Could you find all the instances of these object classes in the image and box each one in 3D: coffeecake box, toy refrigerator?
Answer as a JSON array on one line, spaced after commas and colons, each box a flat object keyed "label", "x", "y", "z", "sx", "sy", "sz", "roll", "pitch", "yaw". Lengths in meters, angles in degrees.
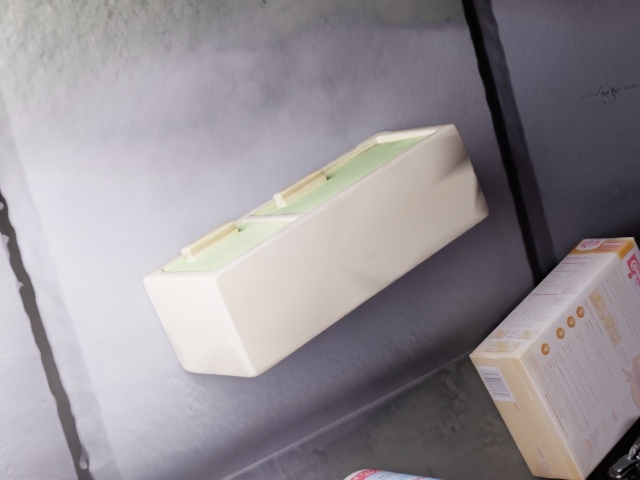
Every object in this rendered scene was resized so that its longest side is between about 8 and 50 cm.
[{"label": "coffeecake box", "x": 0.243, "y": 0.107, "z": 1.474, "sx": 0.185, "sy": 0.068, "sz": 0.142, "roll": -41, "pitch": 113, "yaw": -31}, {"label": "toy refrigerator", "x": 0.000, "y": 0.000, "z": 1.270, "sx": 0.269, "sy": 0.102, "sz": 0.094, "roll": -33, "pitch": 109, "yaw": -33}]

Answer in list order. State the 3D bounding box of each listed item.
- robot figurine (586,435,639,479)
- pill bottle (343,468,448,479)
[{"label": "robot figurine", "x": 0.292, "y": 0.285, "z": 1.470, "sx": 0.291, "sy": 0.085, "sz": 0.211, "roll": -35, "pitch": 110, "yaw": -21}, {"label": "pill bottle", "x": 0.084, "y": 0.234, "z": 1.291, "sx": 0.087, "sy": 0.160, "sz": 0.087, "roll": 1, "pitch": 88, "yaw": -38}]
